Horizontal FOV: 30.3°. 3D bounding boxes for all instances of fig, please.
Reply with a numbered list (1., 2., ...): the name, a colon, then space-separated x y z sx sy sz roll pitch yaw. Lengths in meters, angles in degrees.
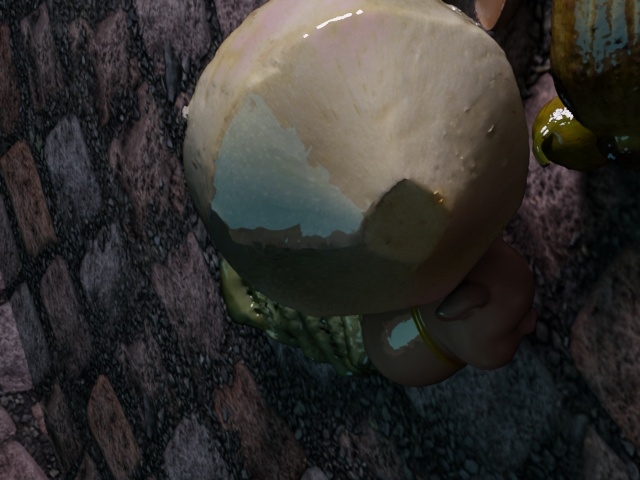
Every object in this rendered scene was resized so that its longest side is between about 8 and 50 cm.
1. fig: 0.241 -0.105 1.163 0.082 0.098 0.084 -49 52 53

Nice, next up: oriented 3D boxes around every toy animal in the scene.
1. toy animal: 0.141 0.081 1.322 0.248 0.149 0.165 -46 29 48

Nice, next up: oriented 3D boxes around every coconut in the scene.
1. coconut: 0.035 -0.089 1.177 0.352 0.352 0.353 26 122 50

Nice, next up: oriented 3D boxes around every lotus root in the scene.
1. lotus root: 0.278 -0.186 1.054 0.145 0.128 0.260 14 114 43

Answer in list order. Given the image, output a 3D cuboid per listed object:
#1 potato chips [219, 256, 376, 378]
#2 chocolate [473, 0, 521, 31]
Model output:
1. potato chips: -0.002 0.007 1.573 0.373 0.097 0.389 25 121 43
2. chocolate: 0.196 -0.268 1.234 0.064 0.031 0.101 -113 34 -47
